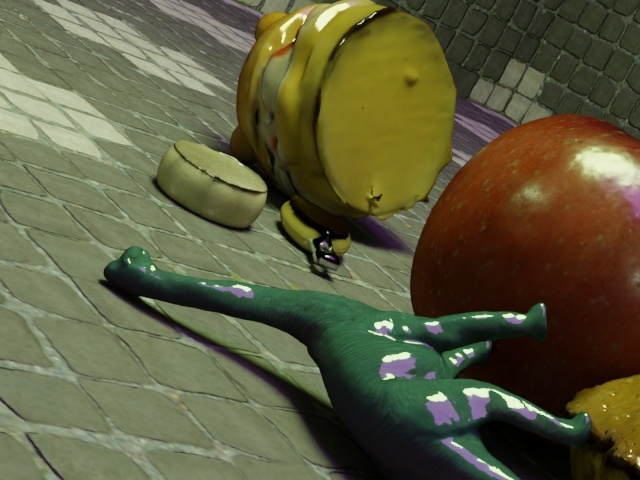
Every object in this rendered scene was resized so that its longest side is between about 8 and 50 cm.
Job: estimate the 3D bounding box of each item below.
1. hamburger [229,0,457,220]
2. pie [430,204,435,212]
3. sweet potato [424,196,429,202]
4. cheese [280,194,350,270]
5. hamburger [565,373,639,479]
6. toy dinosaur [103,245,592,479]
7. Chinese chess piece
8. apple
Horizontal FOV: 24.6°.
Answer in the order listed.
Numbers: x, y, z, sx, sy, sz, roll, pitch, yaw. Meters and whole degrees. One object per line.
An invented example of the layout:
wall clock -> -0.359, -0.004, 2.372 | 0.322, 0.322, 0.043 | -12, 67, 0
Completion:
hamburger -> 0.012, -0.167, 1.836 | 0.237, 0.276, 0.276 | 14, -1, 44
pie -> 0.290, 0.000, 2.172 | 0.273, 0.069, 0.273 | 28, 8, -4
sweet potato -> 0.121, -0.088, 2.238 | 0.153, 0.038, 0.041 | 23, 35, -59
cheese -> 0.000, -0.001, 1.619 | 0.086, 0.036, 0.162 | 28, 12, -15
hamburger -> 0.333, 0.182, 1.096 | 0.284, 0.174, 0.304 | -3, 0, -2
toy dinosaur -> 0.015, 0.123, 1.092 | 0.331, 0.129, 0.383 | 3, 31, -15
Chinese chess piece -> -0.116, -0.060, 1.578 | 0.122, 0.051, 0.122 | 27, 15, -7
apple -> 0.249, 0.047, 1.383 | 0.348, 0.277, 0.348 | 39, 2, -1
